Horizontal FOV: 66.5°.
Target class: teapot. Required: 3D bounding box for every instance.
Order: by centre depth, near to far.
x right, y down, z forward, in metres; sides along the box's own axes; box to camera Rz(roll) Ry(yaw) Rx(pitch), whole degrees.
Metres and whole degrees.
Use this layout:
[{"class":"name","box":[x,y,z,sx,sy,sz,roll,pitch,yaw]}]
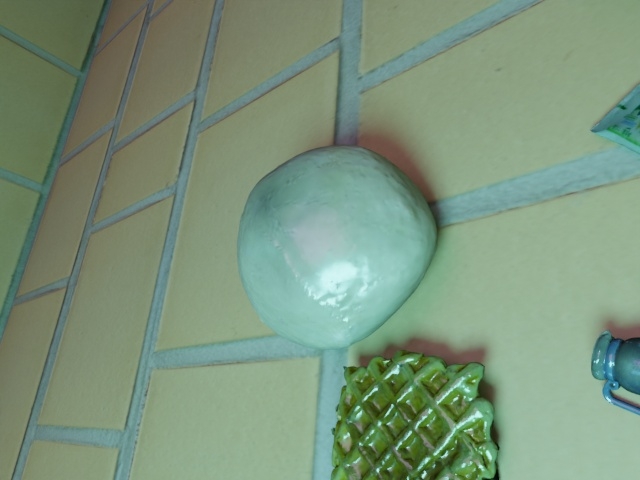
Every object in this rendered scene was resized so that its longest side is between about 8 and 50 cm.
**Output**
[{"class":"teapot","box":[0.279,0.112,0.408,0.083,0.063,0.049,8,45,49]}]

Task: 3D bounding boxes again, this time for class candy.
[{"class":"candy","box":[0.000,0.000,0.632,0.296,0.185,0.295,-23,50,31]}]

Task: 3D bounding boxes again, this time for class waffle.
[{"class":"waffle","box":[0.089,0.226,0.524,0.208,0.054,0.213,-10,69,38]}]

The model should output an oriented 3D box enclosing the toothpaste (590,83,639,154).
[{"class":"toothpaste","box":[0.363,-0.056,0.407,0.074,0.048,0.296,-48,41,17]}]
